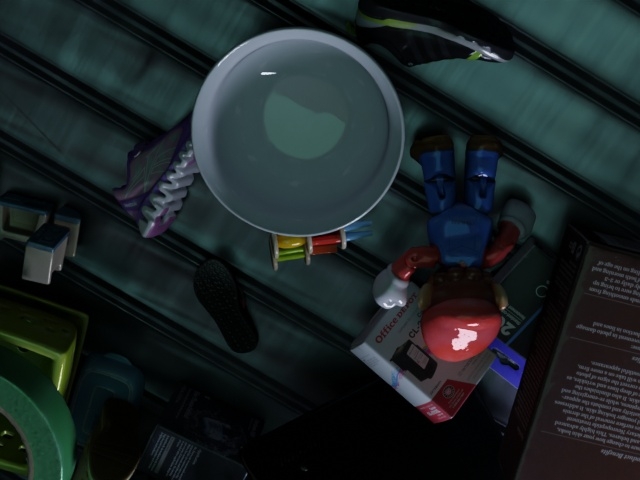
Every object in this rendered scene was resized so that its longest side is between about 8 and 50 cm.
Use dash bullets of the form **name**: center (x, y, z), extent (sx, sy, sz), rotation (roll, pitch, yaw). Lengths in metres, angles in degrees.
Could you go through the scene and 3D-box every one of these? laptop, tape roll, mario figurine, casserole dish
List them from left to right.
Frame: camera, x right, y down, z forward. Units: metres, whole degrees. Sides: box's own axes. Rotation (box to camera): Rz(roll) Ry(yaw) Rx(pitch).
- **tape roll**: center (-0.518, 0.299, 1.726), extent (0.321, 0.077, 0.321), rotation (2, 109, 5)
- **casserole dish**: center (-0.355, 0.271, 1.937), extent (0.114, 0.037, 0.188), rotation (20, 111, 0)
- **laptop**: center (0.113, 0.440, 1.847), extent (0.382, 0.236, 0.408), rotation (-24, 136, -20)
- **mario figurine**: center (0.191, 0.014, 1.725), extent (0.198, 0.170, 0.320), rotation (0, 87, 36)

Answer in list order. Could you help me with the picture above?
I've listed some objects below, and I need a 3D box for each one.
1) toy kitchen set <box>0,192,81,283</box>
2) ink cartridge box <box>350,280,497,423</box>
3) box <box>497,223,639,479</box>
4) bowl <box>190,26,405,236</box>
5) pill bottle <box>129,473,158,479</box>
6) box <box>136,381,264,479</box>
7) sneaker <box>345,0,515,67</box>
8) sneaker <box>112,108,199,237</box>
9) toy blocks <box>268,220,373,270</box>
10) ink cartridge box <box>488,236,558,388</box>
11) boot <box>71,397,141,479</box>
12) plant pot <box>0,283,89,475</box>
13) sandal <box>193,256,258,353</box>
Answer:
- **toy kitchen set**: center (-0.469, -0.038, 1.772), extent (0.207, 0.166, 0.122), rotation (13, 110, 2)
- **ink cartridge box**: center (0.152, 0.167, 1.782), extent (0.175, 0.072, 0.127), rotation (41, 70, -3)
- **box**: center (0.402, 0.186, 1.709), extent (0.191, 0.143, 0.381), rotation (14, 100, -4)
- **bowl**: center (-0.025, -0.164, 1.694), extent (0.298, 0.134, 0.298), rotation (2, 109, 6)
- **pill bottle**: center (-0.269, 0.433, 1.877), extent (0.124, 0.221, 0.124), rotation (1, 86, -10)
- **box**: center (-0.185, 0.320, 1.870), extent (0.158, 0.156, 0.093), rotation (26, 109, -3)
- **sneaker**: center (0.154, -0.286, 1.674), extent (0.235, 0.084, 0.097), rotation (19, 134, 1)
- **sneaker**: center (-0.229, -0.122, 1.761), extent (0.104, 0.095, 0.236), rotation (37, 107, 12)
- **toy blocks**: center (0.000, 0.000, 1.766), extent (0.148, 0.123, 0.054), rotation (-8, 75, -5)
- **ink cartridge box**: center (0.330, 0.135, 1.805), extent (0.206, 0.045, 0.208), rotation (37, 110, -7)
- **boot**: center (-0.339, 0.362, 1.837), extent (0.077, 0.213, 0.165), rotation (21, 112, -14)
- **plant pot**: center (-0.487, 0.193, 1.834), extent (0.228, 0.207, 0.227), rotation (18, 110, 1)
- **sandal**: center (-0.146, 0.097, 1.855), extent (0.067, 0.040, 0.179), rotation (-12, 122, 16)
